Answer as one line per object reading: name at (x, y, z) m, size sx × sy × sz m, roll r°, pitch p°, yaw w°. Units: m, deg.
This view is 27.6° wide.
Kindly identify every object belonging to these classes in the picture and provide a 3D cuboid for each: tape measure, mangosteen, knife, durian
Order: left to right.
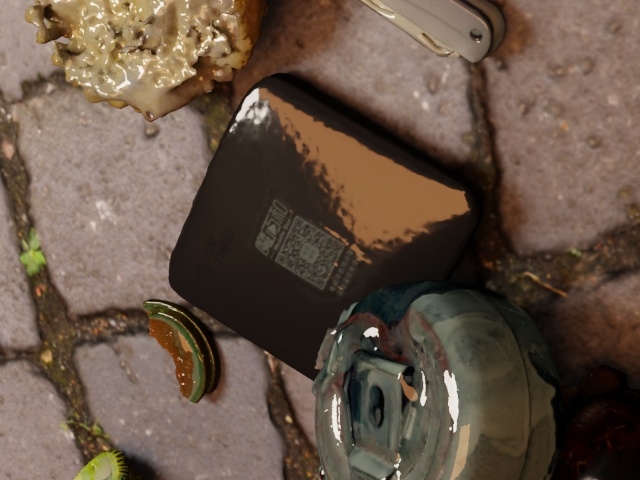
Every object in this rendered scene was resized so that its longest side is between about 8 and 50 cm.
durian at (-0.268, 0.317, 1.605) m, size 0.086 × 0.100 × 0.215 m, roll 49°, pitch 126°, yaw -2°
knife at (0.063, -0.259, 1.294) m, size 0.266 × 0.040 × 0.073 m, roll 34°, pitch 129°, yaw 10°
tape measure at (0.103, 0.174, 1.245) m, size 0.256 × 0.147 × 0.275 m, roll 9°, pitch 92°, yaw 54°
mangosteen at (0.287, 0.238, 1.280) m, size 0.265 × 0.228 × 0.228 m, roll 45°, pitch 125°, yaw 41°

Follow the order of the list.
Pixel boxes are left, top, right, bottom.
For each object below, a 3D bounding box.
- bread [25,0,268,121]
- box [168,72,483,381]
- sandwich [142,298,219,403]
bread at (-0.171, -0.269, 1.334) m, size 0.274 × 0.149 × 0.274 m, roll 9°, pitch 117°, yaw 19°
box at (0.000, 0.000, 1.393) m, size 0.289 × 0.073 × 0.290 m, roll 31°, pitch 117°, yaw 11°
sandwich at (-0.163, 0.123, 1.532) m, size 0.067 × 0.029 × 0.135 m, roll -34°, pitch 91°, yaw 29°
